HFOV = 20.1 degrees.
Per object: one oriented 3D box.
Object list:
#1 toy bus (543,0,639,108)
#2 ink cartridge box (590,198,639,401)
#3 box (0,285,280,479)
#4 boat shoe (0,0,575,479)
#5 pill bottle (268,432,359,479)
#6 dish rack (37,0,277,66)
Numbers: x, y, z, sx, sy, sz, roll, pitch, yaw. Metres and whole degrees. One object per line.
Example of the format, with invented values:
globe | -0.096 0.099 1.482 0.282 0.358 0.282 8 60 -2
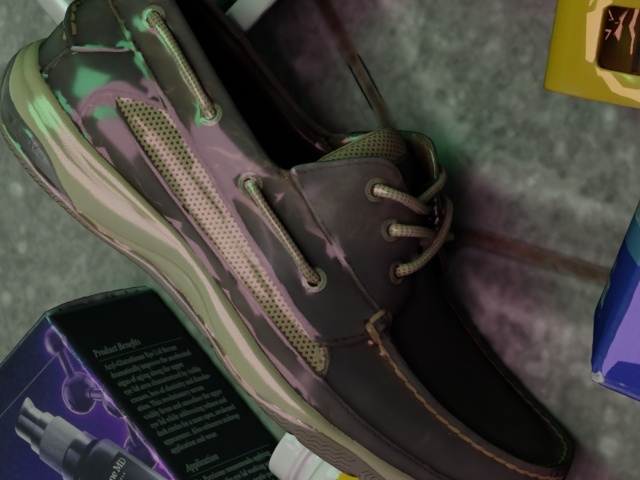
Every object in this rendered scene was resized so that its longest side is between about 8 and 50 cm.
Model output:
toy bus | 0.167 -0.152 0.842 0.191 0.104 0.202 -38 79 25
ink cartridge box | 0.279 -0.025 0.722 0.270 0.151 0.395 22 101 7
box | -0.107 0.154 1.016 0.207 0.108 0.153 48 115 14
boat shoe | 0.000 0.000 0.902 0.355 0.132 0.130 41 111 -3
pill bottle | 0.030 0.141 0.968 0.116 0.065 0.065 38 111 19
dish rack | -0.062 -0.273 0.957 0.333 0.072 0.285 -44 81 24
